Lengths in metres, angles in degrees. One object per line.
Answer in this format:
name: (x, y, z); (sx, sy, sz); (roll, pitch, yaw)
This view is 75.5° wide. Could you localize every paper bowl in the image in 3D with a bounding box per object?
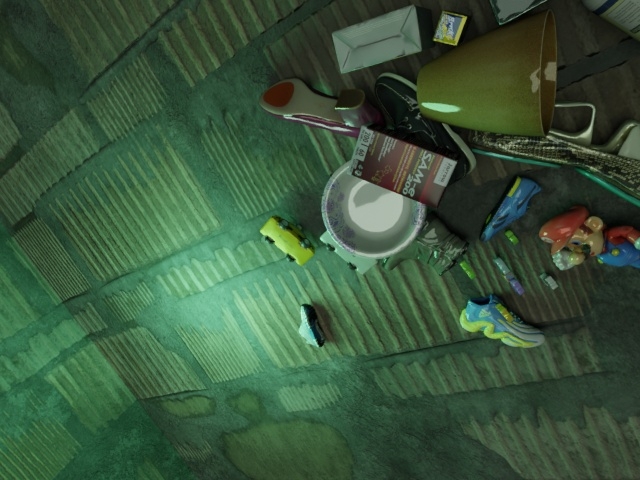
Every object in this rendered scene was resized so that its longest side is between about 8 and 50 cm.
paper bowl: (0.157, -0.097, 1.165); (0.285, 0.148, 0.283); (3, 99, 19)

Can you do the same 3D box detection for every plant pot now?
plant pot: (0.346, -0.334, 0.881); (0.255, 0.237, 0.236); (5, 118, 34)

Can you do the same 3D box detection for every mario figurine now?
mario figurine: (0.703, 0.038, 1.017); (0.321, 0.170, 0.197); (20, 124, 11)

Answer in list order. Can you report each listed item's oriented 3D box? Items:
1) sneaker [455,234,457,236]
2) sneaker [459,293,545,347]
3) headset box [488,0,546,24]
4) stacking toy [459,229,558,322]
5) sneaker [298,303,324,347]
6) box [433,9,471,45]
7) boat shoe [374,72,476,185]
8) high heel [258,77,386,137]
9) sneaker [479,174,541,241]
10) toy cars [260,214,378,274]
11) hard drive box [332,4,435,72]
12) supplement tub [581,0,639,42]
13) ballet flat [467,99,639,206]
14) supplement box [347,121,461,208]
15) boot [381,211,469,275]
sneaker: (0.375, 0.009, 1.227); (0.083, 0.031, 0.035); (-35, 84, 30)
sneaker: (0.545, 0.235, 1.232); (0.241, 0.091, 0.126); (9, 118, 20)
headset box: (0.360, -0.557, 0.782); (0.131, 0.283, 0.246); (-20, 107, 30)
stacking toy: (0.526, 0.099, 1.156); (0.167, 0.052, 0.221); (-40, 96, 10)
sneaker: (-0.052, 0.321, 1.548); (0.083, 0.071, 0.190); (-3, 114, 31)
box: (0.296, -0.474, 0.920); (0.054, 0.169, 0.059); (22, 123, 11)
boat shoe: (0.242, -0.273, 1.055); (0.340, 0.113, 0.127); (48, 166, -6)
high heel: (-0.002, -0.350, 1.169); (0.378, 0.181, 0.127); (22, 82, 34)
sneaker: (0.504, -0.070, 1.104); (0.082, 0.069, 0.209); (26, 123, 4)
toy cars: (0.000, 0.000, 1.350); (0.395, 0.087, 0.176); (7, 123, 16)
hard drive box: (0.155, -0.462, 0.949); (0.181, 0.232, 0.089); (-5, 114, 26)
supplement tub: (0.681, -0.452, 0.728); (0.325, 0.235, 0.235); (35, 124, 3)
ballet flat: (0.595, -0.217, 0.944); (0.484, 0.164, 0.181); (24, 114, 14)
supplement box: (0.200, -0.185, 1.009); (0.240, 0.073, 0.130); (23, 119, 13)
boot: (0.303, 0.048, 1.219); (0.161, 0.084, 0.246); (48, 123, 13)
